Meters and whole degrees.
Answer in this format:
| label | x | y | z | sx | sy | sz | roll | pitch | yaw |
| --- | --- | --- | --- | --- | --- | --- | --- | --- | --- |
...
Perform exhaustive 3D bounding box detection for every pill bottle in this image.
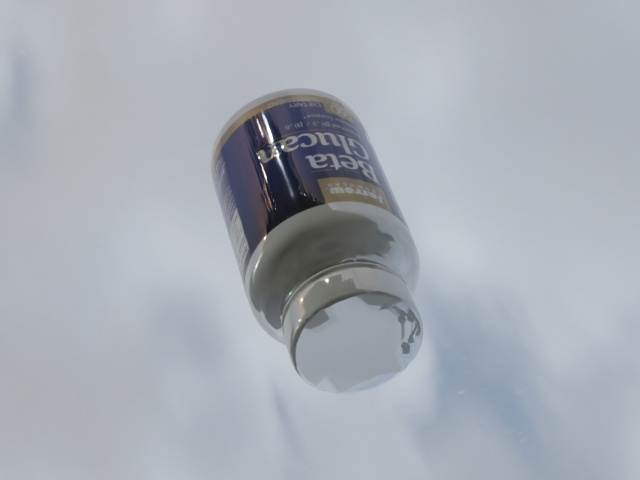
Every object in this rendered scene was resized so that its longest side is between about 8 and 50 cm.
| label | x | y | z | sx | sy | sz | roll | pitch | yaw |
| --- | --- | --- | --- | --- | --- | --- | --- | --- | --- |
| pill bottle | 0.000 | 0.000 | 0.857 | 0.094 | 0.094 | 0.169 | -40 | -141 | 17 |
